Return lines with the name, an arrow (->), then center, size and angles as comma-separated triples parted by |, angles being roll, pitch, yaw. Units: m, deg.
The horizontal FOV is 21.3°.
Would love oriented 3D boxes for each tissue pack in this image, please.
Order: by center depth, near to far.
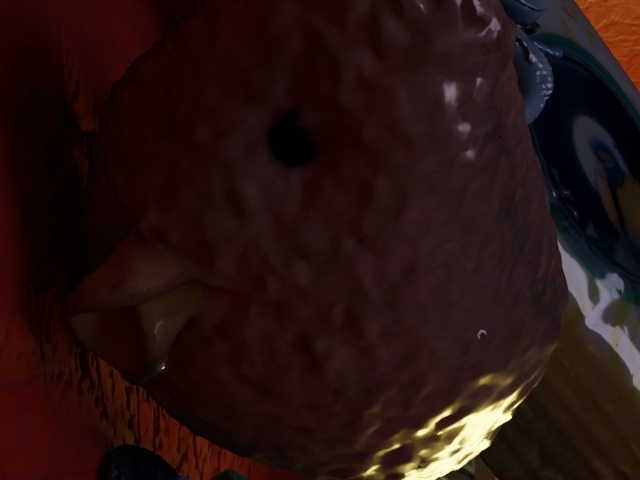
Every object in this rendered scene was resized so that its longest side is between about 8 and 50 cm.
tissue pack -> 0.117, -0.040, 1.136 | 0.388, 0.162, 0.287 | 51, 34, -15

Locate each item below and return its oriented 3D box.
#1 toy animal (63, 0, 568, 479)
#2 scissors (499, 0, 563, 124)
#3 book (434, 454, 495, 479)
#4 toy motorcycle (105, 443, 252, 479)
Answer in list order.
toy animal -> 0.001, 0.005, 0.838 | 0.188, 0.226, 0.358 | -101, 174, -49
scissors -> 0.007, -0.188, 0.933 | 0.393, 0.032, 0.180 | 28, 45, -36
book -> 0.059, 0.037, 1.292 | 0.217, 0.021, 0.310 | 38, 37, -28
toy motorcycle -> -0.011, 0.208, 0.874 | 0.272, 0.123, 0.182 | 36, 24, -51
